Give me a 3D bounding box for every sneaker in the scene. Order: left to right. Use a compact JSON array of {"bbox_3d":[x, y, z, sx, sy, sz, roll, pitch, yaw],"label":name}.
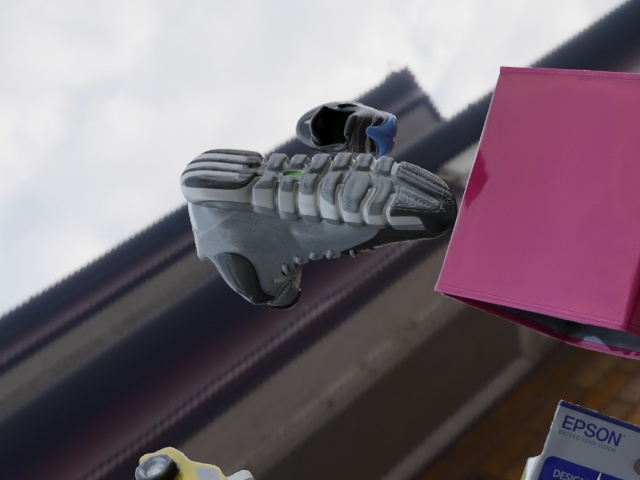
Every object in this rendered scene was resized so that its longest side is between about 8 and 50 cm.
[{"bbox_3d":[0.000,0.000,1.199,0.086,0.228,0.132,-60,-27,-53],"label":"sneaker"},{"bbox_3d":[0.018,-0.131,1.639,0.078,0.188,0.067,15,-90,-26],"label":"sneaker"}]

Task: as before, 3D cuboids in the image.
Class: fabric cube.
[{"bbox_3d":[0.322,-0.018,1.558,0.259,0.254,0.258,22,-99,-43],"label":"fabric cube"}]

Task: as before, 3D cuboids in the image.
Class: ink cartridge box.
[{"bbox_3d":[0.363,0.371,1.704,0.072,0.303,0.307,-106,36,-87],"label":"ink cartridge box"}]

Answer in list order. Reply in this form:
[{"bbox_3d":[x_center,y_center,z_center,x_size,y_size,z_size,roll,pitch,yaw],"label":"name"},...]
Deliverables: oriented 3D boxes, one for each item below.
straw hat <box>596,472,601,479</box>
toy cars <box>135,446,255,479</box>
[{"bbox_3d":[0.280,0.310,1.453,0.144,0.061,0.144,21,-90,-78],"label":"straw hat"},{"bbox_3d":[-0.081,0.260,1.302,0.087,0.176,0.394,-29,-13,-6],"label":"toy cars"}]
